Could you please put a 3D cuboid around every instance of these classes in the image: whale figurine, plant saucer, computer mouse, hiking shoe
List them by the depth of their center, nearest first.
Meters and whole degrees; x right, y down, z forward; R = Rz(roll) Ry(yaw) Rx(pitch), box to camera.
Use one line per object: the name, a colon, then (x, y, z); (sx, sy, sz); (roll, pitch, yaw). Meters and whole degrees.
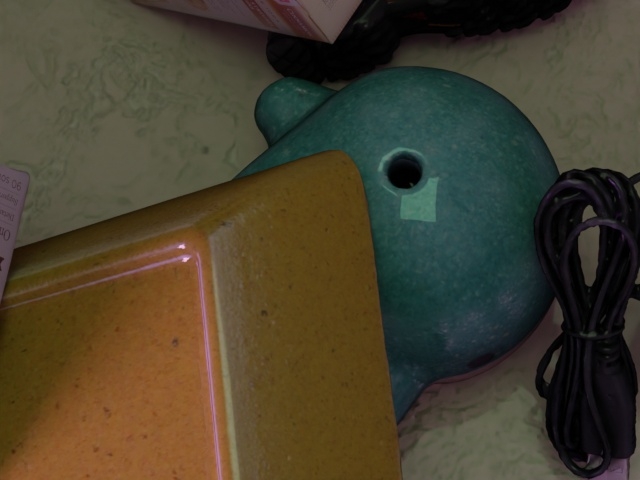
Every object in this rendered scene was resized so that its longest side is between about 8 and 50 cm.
plant saucer: (-0.123, 0.137, 0.877); (0.332, 0.081, 0.333); (-16, 68, 24)
computer mouse: (0.251, 0.032, 0.922); (0.272, 0.189, 0.072); (-13, 31, -10)
whale figurine: (0.000, 0.000, 0.951); (0.272, 0.141, 0.216); (-13, 71, -1)
hiking shoe: (0.066, -0.178, 1.034); (0.226, 0.086, 0.114); (-17, 70, 3)

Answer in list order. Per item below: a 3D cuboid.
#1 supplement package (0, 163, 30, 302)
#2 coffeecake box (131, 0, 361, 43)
supplement package: (-0.229, 0.035, 0.855); (0.105, 0.105, 0.179); (7, 80, 27)
coffeecake box: (-0.034, -0.200, 1.015); (0.185, 0.068, 0.142); (18, 69, 46)
